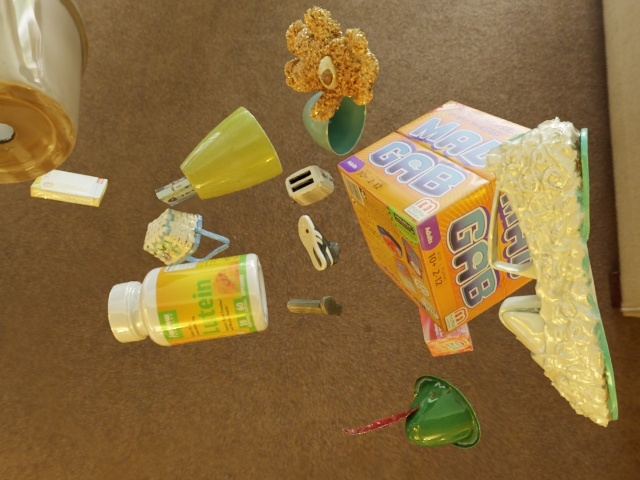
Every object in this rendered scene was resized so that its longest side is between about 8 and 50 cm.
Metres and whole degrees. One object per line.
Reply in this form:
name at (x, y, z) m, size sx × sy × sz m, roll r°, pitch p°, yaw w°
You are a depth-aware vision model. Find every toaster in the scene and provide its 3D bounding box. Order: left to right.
toaster at (-0.059, -0.248, 1.993) m, size 0.227 × 0.146 × 0.128 m, roll -22°, pitch 71°, yaw 16°

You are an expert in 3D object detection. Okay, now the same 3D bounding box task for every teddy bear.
teddy bear at (-0.006, -0.418, 1.041) m, size 0.113 × 0.245 × 0.337 m, roll -6°, pitch 46°, yaw -33°

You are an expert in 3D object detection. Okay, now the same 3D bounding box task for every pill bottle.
pill bottle at (-0.222, 0.106, 0.758) m, size 0.246 × 0.136 × 0.136 m, roll -9°, pitch 80°, yaw -3°

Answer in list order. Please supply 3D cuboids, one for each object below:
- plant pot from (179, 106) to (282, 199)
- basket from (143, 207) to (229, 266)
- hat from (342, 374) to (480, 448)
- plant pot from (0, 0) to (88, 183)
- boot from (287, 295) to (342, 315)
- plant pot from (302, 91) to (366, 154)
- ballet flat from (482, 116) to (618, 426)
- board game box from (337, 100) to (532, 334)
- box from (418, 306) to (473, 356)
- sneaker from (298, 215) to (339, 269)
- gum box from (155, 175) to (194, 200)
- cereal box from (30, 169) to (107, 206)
plant pot at (-0.334, -0.278, 1.561) m, size 0.294 × 0.275 × 0.274 m, roll -35°, pitch 83°, yaw -10°
basket at (-0.560, 0.007, 1.821) m, size 0.289 × 0.255 × 0.200 m, roll 21°, pitch 52°, yaw -37°
hat at (0.196, 0.404, 0.916) m, size 0.184 × 0.208 × 0.172 m, roll -23°, pitch 69°, yaw -30°
plant pot at (-0.497, -0.250, 0.651) m, size 0.324 × 0.323 × 0.280 m, roll -28°, pitch 65°, yaw -6°
boot at (-0.036, 0.258, 1.757) m, size 0.209 × 0.189 × 0.075 m, roll 8°, pitch 69°, yaw 25°
plant pot at (0.039, -0.535, 1.907) m, size 0.196 × 0.290 × 0.290 m, roll 22°, pitch 79°, yaw 31°
ballet flat at (0.302, 0.048, 0.590) m, size 0.147 × 0.147 × 0.407 m, roll -14°, pitch 101°, yaw -4°
board game box at (0.319, -0.071, 1.095) m, size 0.357 × 0.356 × 0.356 m, roll -30°, pitch 38°, yaw -8°
box at (0.424, 0.233, 1.538) m, size 0.142 × 0.154 × 0.299 m, roll -14°, pitch 51°, yaw 16°
sneaker at (0.000, 0.000, 1.686) m, size 0.121 × 0.079 × 0.216 m, roll -18°, pitch 87°, yaw -43°
gum box at (-0.554, -0.201, 1.750) m, size 0.157 × 0.184 × 0.041 m, roll -27°, pitch 88°, yaw -6°
cereal box at (-1.007, -0.215, 1.773) m, size 0.241 × 0.173 × 0.047 m, roll 10°, pitch 121°, yaw -19°
